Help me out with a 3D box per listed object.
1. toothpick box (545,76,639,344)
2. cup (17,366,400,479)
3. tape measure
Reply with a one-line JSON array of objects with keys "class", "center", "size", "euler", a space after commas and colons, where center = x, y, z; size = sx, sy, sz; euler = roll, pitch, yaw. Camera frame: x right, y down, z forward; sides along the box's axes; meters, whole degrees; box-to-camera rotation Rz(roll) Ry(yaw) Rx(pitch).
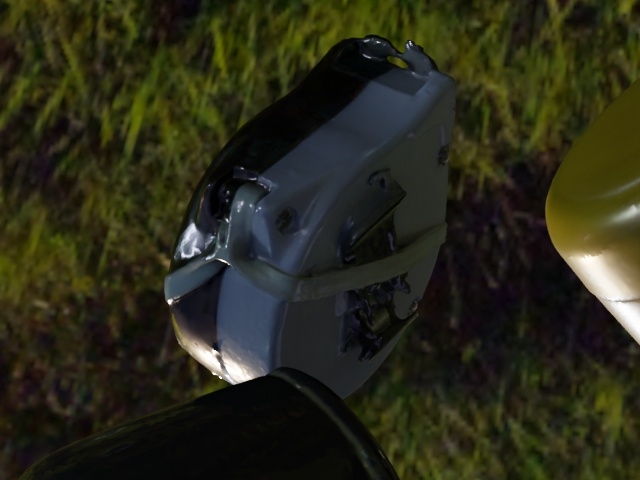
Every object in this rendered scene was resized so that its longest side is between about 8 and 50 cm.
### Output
[{"class": "toothpick box", "center": [0.249, 0.034, 0.682], "size": [0.271, 0.175, 0.175], "euler": [48, 140, -12]}, {"class": "cup", "center": [-0.036, 0.179, 0.697], "size": [0.177, 0.223, 0.169], "euler": [-26, 173, -26]}, {"class": "tape measure", "center": [0.000, 0.004, 0.832], "size": [0.107, 0.182, 0.181], "euler": [24, 142, 29]}]
